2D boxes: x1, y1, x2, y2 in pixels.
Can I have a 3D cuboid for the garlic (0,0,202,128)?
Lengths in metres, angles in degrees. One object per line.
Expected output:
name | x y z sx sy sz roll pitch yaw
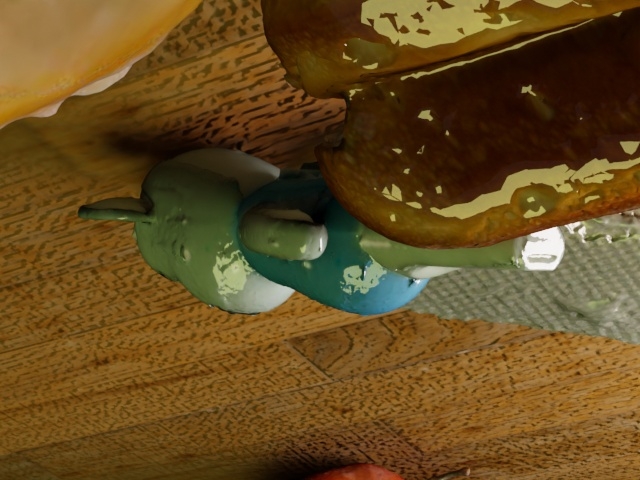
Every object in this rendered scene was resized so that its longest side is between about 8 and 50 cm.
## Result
garlic | -0.113 -0.158 0.331 0.286 0.249 0.313 26 108 -17

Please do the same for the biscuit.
biscuit | 0.121 0.008 0.752 0.199 0.040 0.121 9 150 -13

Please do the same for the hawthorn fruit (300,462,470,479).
hawthorn fruit | 0.026 0.212 1.001 0.163 0.162 0.203 3 132 -3

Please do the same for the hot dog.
hot dog | 0.149 -0.101 0.499 0.349 0.117 0.158 -15 124 20

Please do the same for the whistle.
whistle | 0.000 0.000 0.649 0.236 0.077 0.114 6 -178 43
